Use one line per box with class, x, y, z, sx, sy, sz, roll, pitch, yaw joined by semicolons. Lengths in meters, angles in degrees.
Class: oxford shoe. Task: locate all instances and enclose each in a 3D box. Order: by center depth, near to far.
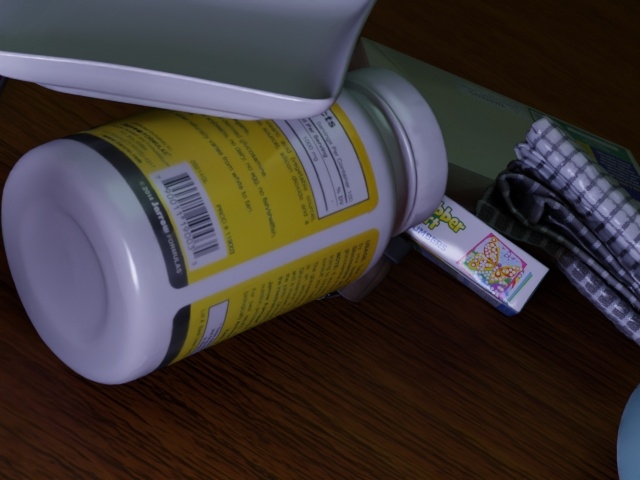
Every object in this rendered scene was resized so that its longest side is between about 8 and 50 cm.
oxford shoe;0.000;0.000;1.529;0.083;0.096;0.227;35;2;-21

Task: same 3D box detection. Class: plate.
plate;-0.107;-0.160;1.269;0.278;0.045;0.277;9;27;5

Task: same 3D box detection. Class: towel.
towel;0.277;-0.003;1.691;0.235;0.121;0.283;45;9;5

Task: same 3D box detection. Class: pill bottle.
pill bottle;-0.064;-0.028;1.289;0.334;0.188;0.188;-22;54;-37

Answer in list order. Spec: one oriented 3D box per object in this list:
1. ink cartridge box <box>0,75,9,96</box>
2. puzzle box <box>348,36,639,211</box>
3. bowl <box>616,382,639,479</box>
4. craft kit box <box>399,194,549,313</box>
ink cartridge box;-0.315;-0.142;1.327;0.088;0.193;0.235;29;26;-2
puzzle box;0.233;-0.095;1.977;0.409;0.052;0.272;21;26;-19
bowl;0.431;0.191;1.409;0.311;0.163;0.311;14;50;-18
craft kit box;0.099;-0.018;1.570;0.246;0.061;0.250;33;0;5
